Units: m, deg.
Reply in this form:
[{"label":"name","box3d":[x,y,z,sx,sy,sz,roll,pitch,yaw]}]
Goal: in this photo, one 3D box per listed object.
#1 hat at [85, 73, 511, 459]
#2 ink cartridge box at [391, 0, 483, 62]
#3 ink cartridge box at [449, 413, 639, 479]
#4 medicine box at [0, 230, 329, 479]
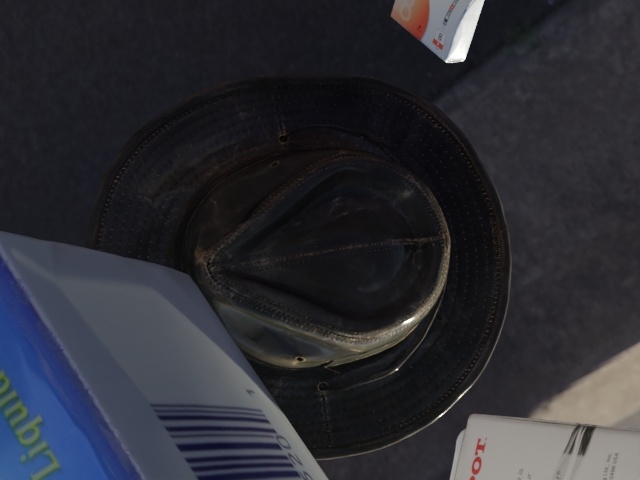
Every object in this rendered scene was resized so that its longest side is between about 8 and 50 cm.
[{"label":"hat","box3d":[-0.008,0.017,0.938,0.331,0.134,0.331,0,88,-7]},{"label":"ink cartridge box","box3d":[0.173,-0.362,1.811,0.045,0.145,0.179,-11,131,-31]},{"label":"ink cartridge box","box3d":[0.155,0.179,0.696,0.086,0.148,0.203,20,168,-27]},{"label":"medicine box","box3d":[-0.111,0.191,0.448,0.289,0.263,0.149,-42,158,12]}]
